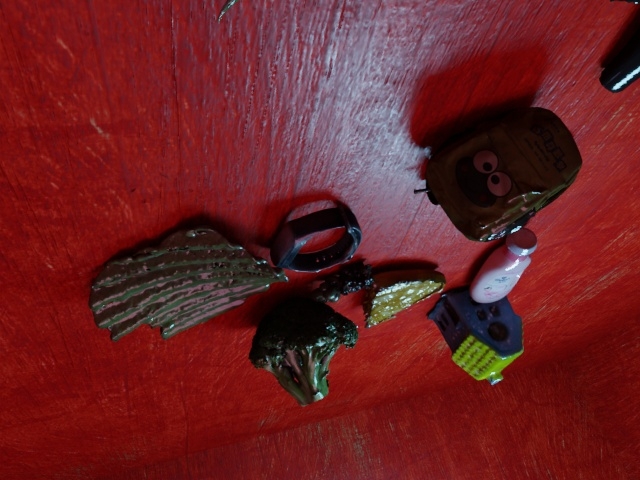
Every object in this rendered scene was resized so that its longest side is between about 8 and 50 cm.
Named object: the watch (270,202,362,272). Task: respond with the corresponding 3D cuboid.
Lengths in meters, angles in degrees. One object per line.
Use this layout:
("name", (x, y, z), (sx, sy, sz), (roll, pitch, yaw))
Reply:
("watch", (0.000, 0.000, 1.095), (0.193, 0.068, 0.206), (-7, 153, -27))

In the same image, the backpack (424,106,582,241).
("backpack", (0.331, -0.125, 0.935), (0.253, 0.207, 0.140), (-31, 172, 5))

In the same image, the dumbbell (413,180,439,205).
("dumbbell", (0.258, -0.109, 1.047), (0.147, 0.069, 0.069), (-10, 150, -14))

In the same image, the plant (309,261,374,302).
("plant", (0.057, 0.111, 1.312), (0.174, 0.087, 0.085), (-26, 121, 4))

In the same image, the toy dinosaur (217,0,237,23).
("toy dinosaur", (-0.087, -0.289, 0.591), (0.062, 0.021, 0.083), (-15, 153, -33))

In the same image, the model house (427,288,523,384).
("model house", (0.540, 0.313, 1.719), (0.216, 0.303, 0.237), (-17, 151, -16))

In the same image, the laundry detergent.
("laundry detergent", (0.546, 0.078, 1.517), (0.159, 0.087, 0.335), (-17, 151, -11))

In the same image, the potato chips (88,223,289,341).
("potato chips", (-0.262, 0.108, 1.097), (0.389, 0.097, 0.373), (-27, 151, 19))

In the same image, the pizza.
("pizza", (0.236, 0.152, 1.480), (0.251, 0.074, 0.287), (-11, 151, -12))

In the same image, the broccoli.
("broccoli", (-0.042, 0.285, 1.369), (0.308, 0.275, 0.308), (-19, 177, -1))

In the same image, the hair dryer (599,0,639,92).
("hair dryer", (0.437, -0.347, 0.755), (0.360, 0.120, 0.303), (3, 160, -16))
